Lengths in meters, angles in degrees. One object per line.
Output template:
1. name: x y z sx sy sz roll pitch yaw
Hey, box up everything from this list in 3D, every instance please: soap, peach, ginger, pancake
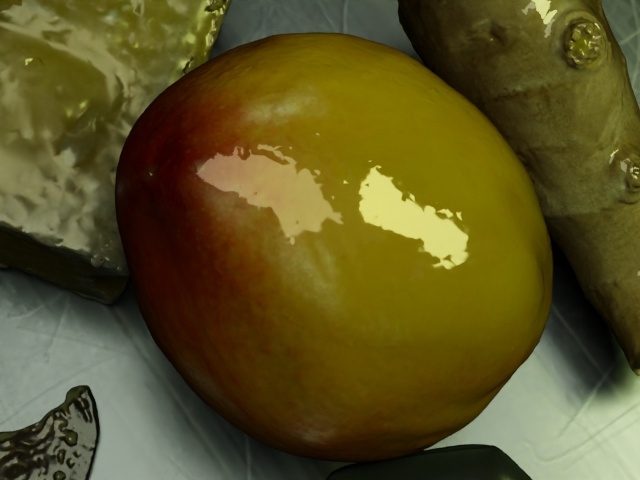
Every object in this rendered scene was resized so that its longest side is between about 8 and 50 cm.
1. soap: -0.237 -0.160 1.290 0.304 0.169 0.339 21 73 -9
2. peach: -0.002 -0.001 1.171 0.308 0.289 0.289 18 73 -16
3. ginger: 0.159 -0.071 1.282 0.166 0.236 0.375 -25 109 -33
4. pancake: -0.270 0.157 1.273 0.190 0.020 0.184 34 75 4

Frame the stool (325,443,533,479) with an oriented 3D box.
1. stool: 0.080 0.260 1.211 0.232 0.141 0.232 1 75 -4
